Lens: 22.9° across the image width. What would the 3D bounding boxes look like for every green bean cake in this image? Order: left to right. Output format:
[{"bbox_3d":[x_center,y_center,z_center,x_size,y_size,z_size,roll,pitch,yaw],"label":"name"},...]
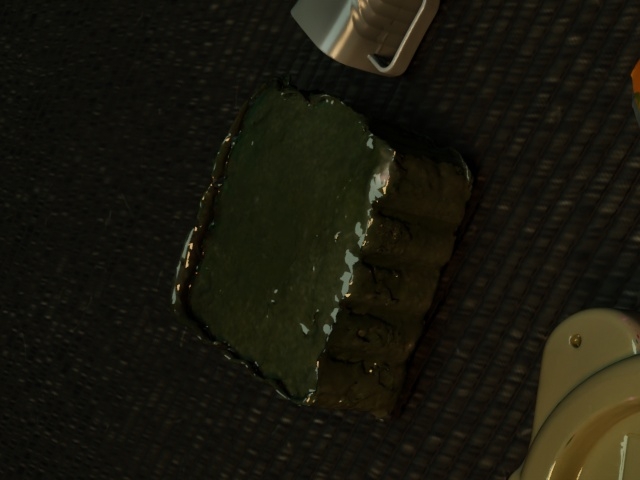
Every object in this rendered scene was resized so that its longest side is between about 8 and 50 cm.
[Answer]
[{"bbox_3d":[0.000,0.000,1.381,0.241,0.132,0.255,28,103,51],"label":"green bean cake"}]

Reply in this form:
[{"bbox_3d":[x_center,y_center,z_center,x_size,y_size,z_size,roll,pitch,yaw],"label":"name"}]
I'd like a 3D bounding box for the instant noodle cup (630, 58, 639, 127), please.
[{"bbox_3d":[0.280,-0.108,1.016,0.125,0.178,0.208,-56,11,49],"label":"instant noodle cup"}]

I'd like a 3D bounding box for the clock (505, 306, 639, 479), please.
[{"bbox_3d":[0.261,0.192,1.017,0.309,0.114,0.283,6,86,51],"label":"clock"}]

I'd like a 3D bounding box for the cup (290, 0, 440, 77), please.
[{"bbox_3d":[0.054,-0.210,1.382,0.129,0.095,0.128,-59,42,24],"label":"cup"}]
